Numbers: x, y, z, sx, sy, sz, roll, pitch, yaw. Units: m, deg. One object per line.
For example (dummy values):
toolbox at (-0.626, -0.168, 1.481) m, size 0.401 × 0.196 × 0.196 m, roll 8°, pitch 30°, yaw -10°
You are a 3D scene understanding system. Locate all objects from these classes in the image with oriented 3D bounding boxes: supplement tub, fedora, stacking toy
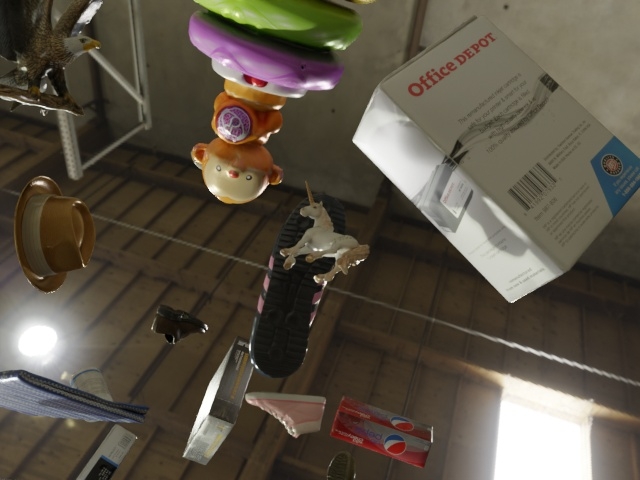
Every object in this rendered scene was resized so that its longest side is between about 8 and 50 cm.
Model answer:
supplement tub at (-0.517, 0.346, 1.289) m, size 0.071 × 0.071 × 0.107 m, roll -18°, pitch -134°, yaw -29°
fedora at (-0.428, -0.011, 0.945) m, size 0.079 × 0.194 × 0.194 m, roll -2°, pitch -143°, yaw 2°
stacking toy at (-0.027, -0.158, 0.369) m, size 0.175 × 0.302 × 0.166 m, roll 15°, pitch -156°, yaw -10°

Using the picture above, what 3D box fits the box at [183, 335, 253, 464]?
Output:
box at (-0.205, 0.333, 1.181) m, size 0.056 × 0.231 × 0.183 m, roll 23°, pitch -136°, yaw -9°

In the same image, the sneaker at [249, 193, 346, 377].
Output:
sneaker at (-0.049, 0.074, 0.968) m, size 0.112 × 0.131 × 0.319 m, roll 23°, pitch -108°, yaw -7°

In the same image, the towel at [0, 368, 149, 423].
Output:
towel at (-0.478, 0.250, 0.943) m, size 0.335 × 0.243 × 0.040 m, roll -9°, pitch -122°, yaw 33°

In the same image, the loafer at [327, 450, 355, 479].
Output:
loafer at (0.045, 0.510, 1.176) m, size 0.056 × 0.148 × 0.050 m, roll 2°, pitch 165°, yaw 45°

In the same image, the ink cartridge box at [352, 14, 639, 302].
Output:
ink cartridge box at (0.295, -0.145, 0.961) m, size 0.285 × 0.166 × 0.395 m, roll -39°, pitch -99°, yaw -26°

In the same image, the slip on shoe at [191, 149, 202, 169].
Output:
slip on shoe at (-0.180, -0.141, 1.026) m, size 0.041 × 0.135 × 0.052 m, roll -27°, pitch -109°, yaw 14°

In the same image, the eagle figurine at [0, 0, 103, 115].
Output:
eagle figurine at (-0.514, -0.397, 1.092) m, size 0.225 × 0.299 × 0.226 m, roll 0°, pitch 180°, yaw -16°

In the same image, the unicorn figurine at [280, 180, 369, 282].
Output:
unicorn figurine at (0.000, 0.000, 0.777) m, size 0.161 × 0.060 × 0.111 m, roll 33°, pitch -128°, yaw 30°

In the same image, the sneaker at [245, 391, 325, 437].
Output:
sneaker at (-0.061, 0.286, 0.939) m, size 0.134 × 0.051 × 0.070 m, roll 5°, pitch -102°, yaw 4°

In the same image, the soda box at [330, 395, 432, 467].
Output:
soda box at (0.167, 0.519, 1.553) m, size 0.263 × 0.084 × 0.092 m, roll 16°, pitch -166°, yaw 9°

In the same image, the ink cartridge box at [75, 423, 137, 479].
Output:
ink cartridge box at (-0.533, 0.568, 1.279) m, size 0.065 × 0.333 × 0.165 m, roll 35°, pitch -148°, yaw -7°

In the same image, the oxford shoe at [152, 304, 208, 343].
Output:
oxford shoe at (-0.415, 0.254, 1.667) m, size 0.082 × 0.227 × 0.096 m, roll 21°, pitch -97°, yaw 30°

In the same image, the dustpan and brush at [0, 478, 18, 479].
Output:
dustpan and brush at (-0.536, 0.463, 0.881) m, size 0.147 × 0.060 × 0.211 m, roll 6°, pitch -135°, yaw -3°
